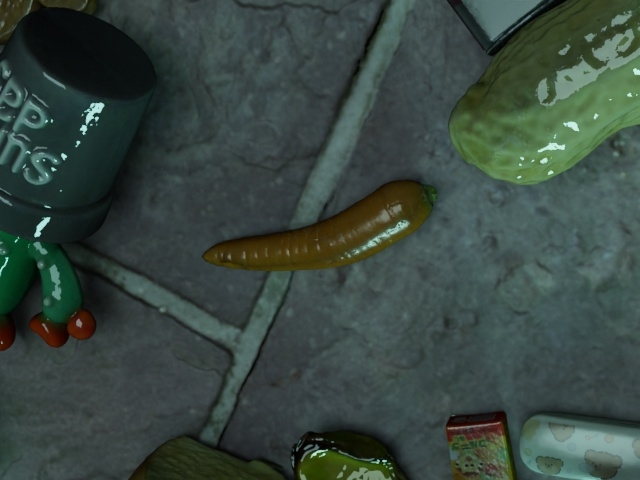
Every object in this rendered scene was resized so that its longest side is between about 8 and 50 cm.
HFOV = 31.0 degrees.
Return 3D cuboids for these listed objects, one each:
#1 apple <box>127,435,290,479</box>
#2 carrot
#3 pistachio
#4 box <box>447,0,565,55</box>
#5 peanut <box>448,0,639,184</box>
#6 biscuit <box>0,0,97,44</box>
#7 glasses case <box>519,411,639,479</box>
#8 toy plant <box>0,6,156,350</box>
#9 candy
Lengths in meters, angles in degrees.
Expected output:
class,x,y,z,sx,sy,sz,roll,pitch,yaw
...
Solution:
class,x,y,z,sx,sy,sz,roll,pitch,yaw
apple,-0.123,0.398,1.221,0.252,0.314,0.309,12,102,-29
carrot,0.000,0.000,1.213,0.271,0.062,0.066,-22,123,21
pistachio,0.048,0.256,1.229,0.173,0.049,0.089,36,97,-1
box,0.145,-0.303,1.130,0.120,0.069,0.224,-35,85,17
peanut,0.262,-0.163,1.076,0.313,0.152,0.152,-36,86,16
biscuit,-0.330,-0.325,1.273,0.289,0.044,0.201,-9,94,15
glasses case,0.283,0.211,1.162,0.164,0.041,0.063,6,98,15
toy plant,-0.333,-0.054,1.233,0.280,0.185,0.400,23,124,-20
candy,0.170,0.242,1.199,0.062,0.038,0.121,-9,94,17
